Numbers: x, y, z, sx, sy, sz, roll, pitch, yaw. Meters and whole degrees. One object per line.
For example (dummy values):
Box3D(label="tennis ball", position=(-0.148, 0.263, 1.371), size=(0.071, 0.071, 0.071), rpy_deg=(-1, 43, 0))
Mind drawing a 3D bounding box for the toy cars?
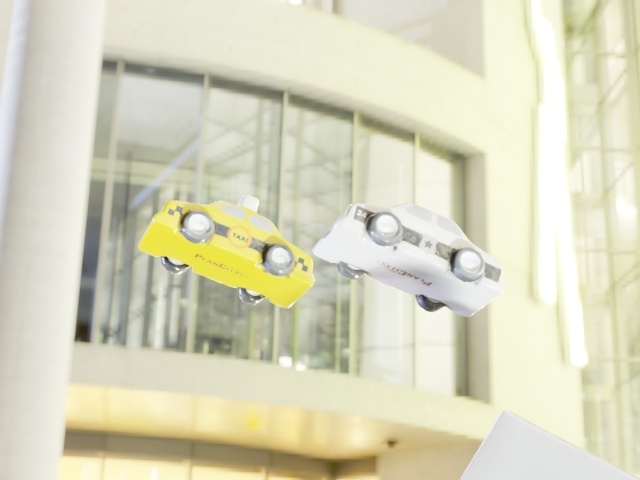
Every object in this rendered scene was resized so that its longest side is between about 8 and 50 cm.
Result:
Box3D(label="toy cars", position=(0.000, 0.000, 1.226), size=(0.393, 0.087, 0.176), rpy_deg=(2, -32, 23))

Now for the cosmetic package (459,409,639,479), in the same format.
Box3D(label="cosmetic package", position=(0.266, 0.336, 1.276), size=(0.224, 0.138, 0.224), rpy_deg=(26, -30, 25))
